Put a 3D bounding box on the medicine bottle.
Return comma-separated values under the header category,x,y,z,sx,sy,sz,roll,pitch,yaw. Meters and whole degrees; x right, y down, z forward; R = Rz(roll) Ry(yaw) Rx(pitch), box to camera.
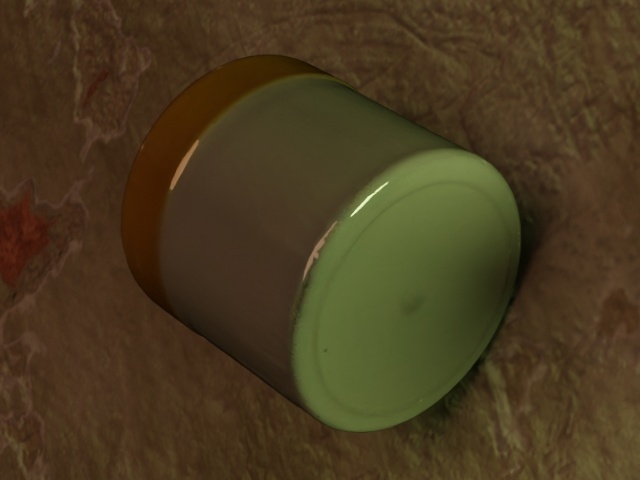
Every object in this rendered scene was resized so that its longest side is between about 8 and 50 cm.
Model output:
category,x,y,z,sx,sy,sz,roll,pitch,yaw
medicine bottle,0.000,0.000,1.280,0.232,0.238,0.238,33,102,42
